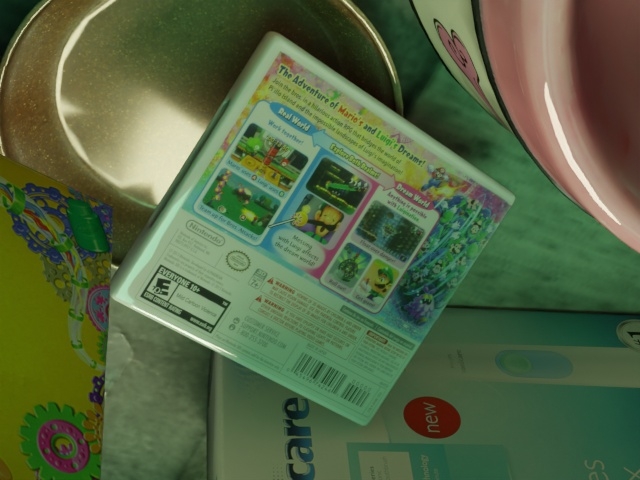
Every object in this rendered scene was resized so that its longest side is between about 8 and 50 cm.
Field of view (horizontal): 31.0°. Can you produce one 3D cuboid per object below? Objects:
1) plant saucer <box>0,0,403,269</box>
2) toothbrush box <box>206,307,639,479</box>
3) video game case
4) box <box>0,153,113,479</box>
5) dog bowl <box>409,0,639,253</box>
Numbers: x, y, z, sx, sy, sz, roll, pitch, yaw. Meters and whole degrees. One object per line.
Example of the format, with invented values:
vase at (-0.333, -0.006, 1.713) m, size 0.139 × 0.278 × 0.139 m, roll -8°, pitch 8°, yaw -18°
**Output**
plant saucer at (-0.059, -0.063, 0.574) m, size 0.198 × 0.036 × 0.198 m, roll -2°, pitch 129°, yaw -3°
toothbrush box at (0.084, 0.150, 0.647) m, size 0.295 × 0.216 × 0.126 m, roll 3°, pitch 128°, yaw -6°
video game case at (0.000, 0.000, 0.560) m, size 0.157 × 0.019 × 0.143 m, roll 31°, pitch 95°, yaw -26°
box at (-0.276, 0.069, 0.431) m, size 0.290 × 0.177 × 0.279 m, roll 28°, pitch 127°, yaw -31°
dog bowl at (0.233, -0.144, 0.464) m, size 0.408 × 0.150 × 0.408 m, roll -3°, pitch 129°, yaw -4°
